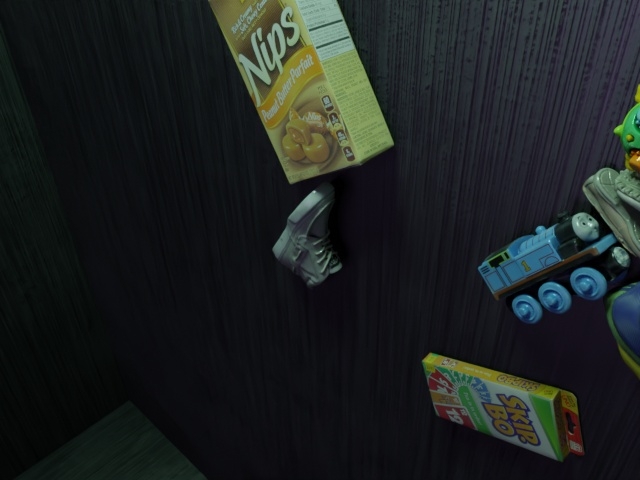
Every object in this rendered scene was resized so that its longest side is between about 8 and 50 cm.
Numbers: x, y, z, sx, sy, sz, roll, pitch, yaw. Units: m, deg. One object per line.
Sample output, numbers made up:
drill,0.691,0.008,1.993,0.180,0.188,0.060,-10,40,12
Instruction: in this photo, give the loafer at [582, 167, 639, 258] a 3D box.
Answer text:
loafer,0.344,-0.023,0.645,0.125,0.045,0.039,59,162,9

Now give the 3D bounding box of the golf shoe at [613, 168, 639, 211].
golf shoe,0.380,-0.010,0.588,0.176,0.069,0.086,35,145,30

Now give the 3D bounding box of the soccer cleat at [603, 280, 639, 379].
soccer cleat,0.428,0.170,0.670,0.289,0.093,0.121,59,175,-9

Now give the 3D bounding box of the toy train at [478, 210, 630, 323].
toy train,0.290,0.034,0.717,0.105,0.080,0.184,59,145,8

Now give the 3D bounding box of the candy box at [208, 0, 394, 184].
candy box,-0.032,-0.256,0.866,0.183,0.087,0.317,-9,109,52

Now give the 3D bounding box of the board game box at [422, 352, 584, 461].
board game box,0.290,0.269,0.934,0.259,0.039,0.124,5,121,45

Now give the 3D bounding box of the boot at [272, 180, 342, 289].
boot,0.000,0.000,1.036,0.123,0.095,0.258,45,152,6

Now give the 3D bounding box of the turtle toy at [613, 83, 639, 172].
turtle toy,0.351,-0.099,0.546,0.130,0.066,0.095,10,124,29
